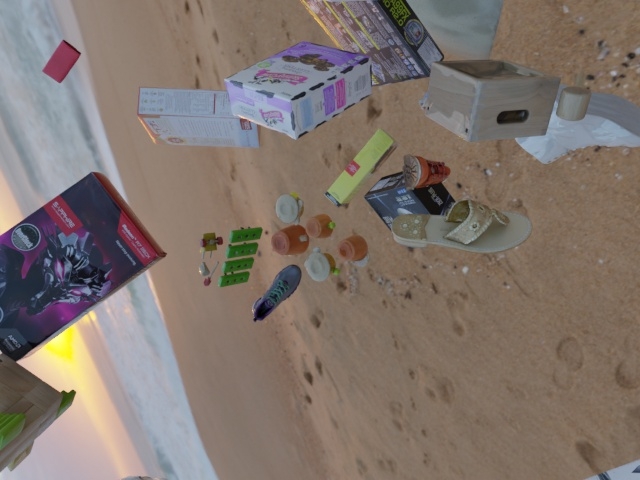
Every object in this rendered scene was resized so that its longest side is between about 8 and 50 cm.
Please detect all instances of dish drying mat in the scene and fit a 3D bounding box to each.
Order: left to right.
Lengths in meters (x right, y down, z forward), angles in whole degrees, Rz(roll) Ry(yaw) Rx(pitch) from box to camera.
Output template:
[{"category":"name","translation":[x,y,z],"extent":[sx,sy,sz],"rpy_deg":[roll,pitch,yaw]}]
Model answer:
[{"category":"dish drying mat","translation":[-0.410,-0.282,0.780],"extent":[0.083,0.008,0.032],"rpy_deg":[-26,132,38]}]

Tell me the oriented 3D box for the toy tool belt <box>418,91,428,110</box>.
[{"category":"toy tool belt","translation":[0.237,-0.299,1.048],"extent":[0.052,0.083,0.051],"rpy_deg":[24,104,10]}]

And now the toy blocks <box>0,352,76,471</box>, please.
[{"category":"toy blocks","translation":[-0.658,0.312,0.836],"extent":[0.261,0.381,0.190],"rpy_deg":[33,120,2]}]

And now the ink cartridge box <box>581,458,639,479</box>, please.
[{"category":"ink cartridge box","translation":[0.540,0.481,0.825],"extent":[0.100,0.237,0.172],"rpy_deg":[57,-168,-38]}]

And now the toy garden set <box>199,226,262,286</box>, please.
[{"category":"toy garden set","translation":[-0.315,0.053,1.626],"extent":[0.049,0.204,0.244],"rpy_deg":[52,135,35]}]

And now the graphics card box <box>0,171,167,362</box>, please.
[{"category":"graphics card box","translation":[-0.554,0.053,1.050],"extent":[0.233,0.371,0.094],"rpy_deg":[54,173,-4]}]

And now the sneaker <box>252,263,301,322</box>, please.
[{"category":"sneaker","translation":[-0.139,0.180,1.617],"extent":[0.083,0.223,0.098],"rpy_deg":[38,-173,-8]}]

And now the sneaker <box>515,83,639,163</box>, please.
[{"category":"sneaker","translation":[0.584,-0.241,1.106],"extent":[0.169,0.293,0.108],"rpy_deg":[125,153,-58]}]

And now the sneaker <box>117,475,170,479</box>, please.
[{"category":"sneaker","translation":[-0.241,0.417,0.769],"extent":[0.258,0.091,0.094],"rpy_deg":[-6,77,51]}]

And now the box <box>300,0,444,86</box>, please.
[{"category":"box","translation":[0.104,-0.452,1.041],"extent":[0.270,0.060,0.216],"rpy_deg":[42,168,-29]}]

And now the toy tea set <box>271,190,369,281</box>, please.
[{"category":"toy tea set","translation":[0.000,0.000,1.453],"extent":[0.336,0.124,0.200],"rpy_deg":[34,116,28]}]

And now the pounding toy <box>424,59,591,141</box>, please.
[{"category":"pounding toy","translation":[0.277,-0.183,0.684],"extent":[0.206,0.181,0.094],"rpy_deg":[-121,28,-55]}]

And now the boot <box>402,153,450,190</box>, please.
[{"category":"boot","translation":[0.193,-0.126,0.886],"extent":[0.158,0.085,0.059],"rpy_deg":[-10,-88,-81]}]

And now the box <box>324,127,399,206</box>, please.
[{"category":"box","translation":[0.113,-0.195,1.345],"extent":[0.058,0.087,0.232],"rpy_deg":[45,109,11]}]

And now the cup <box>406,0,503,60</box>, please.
[{"category":"cup","translation":[0.339,-0.636,1.263],"extent":[0.237,0.331,0.331],"rpy_deg":[10,131,12]}]

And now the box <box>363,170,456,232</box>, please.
[{"category":"box","translation":[0.209,-0.081,1.128],"extent":[0.147,0.077,0.180],"rpy_deg":[49,158,-16]}]

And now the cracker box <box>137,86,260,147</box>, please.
[{"category":"cracker box","translation":[-0.245,-0.254,1.033],"extent":[0.156,0.232,0.067],"rpy_deg":[118,154,-79]}]

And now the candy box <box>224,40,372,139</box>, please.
[{"category":"candy box","translation":[-0.035,-0.265,0.846],"extent":[0.165,0.196,0.070],"rpy_deg":[28,142,34]}]

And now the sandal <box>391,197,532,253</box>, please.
[{"category":"sandal","translation":[0.240,-0.033,0.838],"extent":[0.079,0.240,0.088],"rpy_deg":[72,-159,-55]}]
